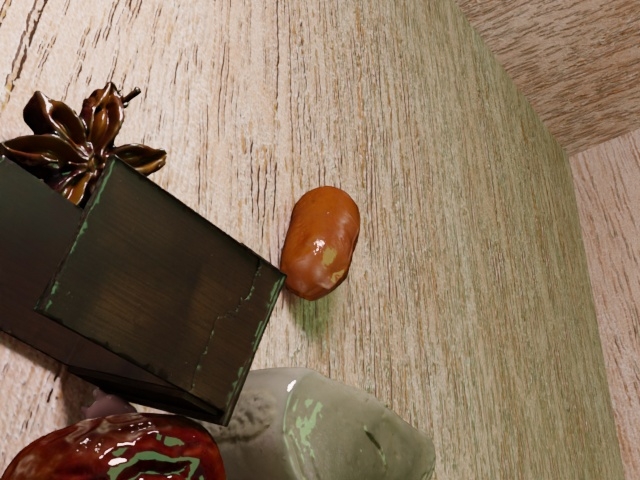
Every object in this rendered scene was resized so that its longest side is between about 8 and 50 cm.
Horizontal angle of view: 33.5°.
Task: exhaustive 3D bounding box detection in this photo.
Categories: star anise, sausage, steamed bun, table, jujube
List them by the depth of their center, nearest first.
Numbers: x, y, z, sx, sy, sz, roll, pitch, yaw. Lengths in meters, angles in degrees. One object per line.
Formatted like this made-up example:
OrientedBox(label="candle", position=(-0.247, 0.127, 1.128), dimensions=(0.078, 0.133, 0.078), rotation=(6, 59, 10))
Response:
OrientedBox(label="jujube", position=(-0.230, 0.272, 1.159), dimensions=(0.243, 0.183, 0.183), rotation=(-14, 81, -34))
OrientedBox(label="table", position=(-0.239, 0.054, 1.208), dimensions=(0.282, 0.250, 0.196), rotation=(39, 67, -41))
OrientedBox(label="star anise", position=(-0.313, -0.096, 1.378), dimensions=(0.220, 0.126, 0.190), rotation=(-11, 79, -39))
OrientedBox(label="steamed bun", position=(-0.019, 0.332, 1.465), dimensions=(0.383, 0.247, 0.236), rotation=(34, 55, -46))
OrientedBox(label="sausage", position=(0.002, -0.001, 1.879), dimensions=(0.133, 0.133, 0.258), rotation=(53, 31, -27))

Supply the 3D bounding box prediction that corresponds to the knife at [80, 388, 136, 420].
OrientedBox(label="knife", position=(-0.134, 0.325, 1.300), dimensions=(0.398, 0.132, 0.038), rotation=(39, 34, -2))
